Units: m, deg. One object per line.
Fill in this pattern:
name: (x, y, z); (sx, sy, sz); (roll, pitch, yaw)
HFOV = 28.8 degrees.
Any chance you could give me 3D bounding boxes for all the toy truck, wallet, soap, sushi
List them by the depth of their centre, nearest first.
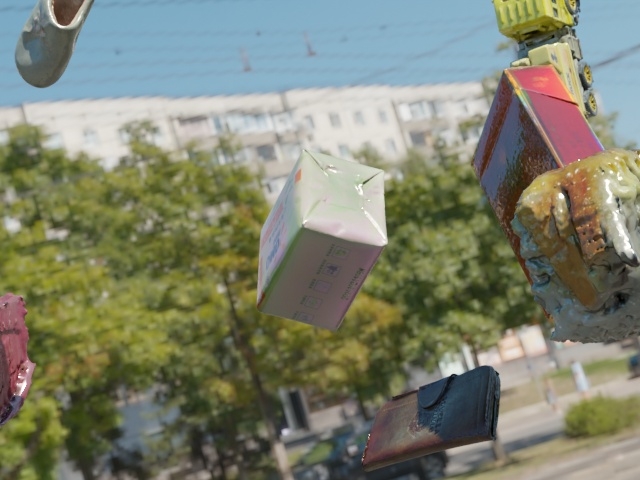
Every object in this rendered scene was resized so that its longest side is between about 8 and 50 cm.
sushi: (0.285, 0.009, 1.233); (0.139, 0.184, 0.274); (-25, -14, 31)
soap: (0.000, 0.000, 1.838); (0.138, 0.182, 0.199); (16, -50, -16)
soap: (-0.542, 0.208, 1.890); (0.112, 0.182, 0.289); (-6, 15, 16)
wallet: (0.171, 0.274, 1.926); (0.255, 0.137, 0.031); (-24, -51, 39)
toy truck: (0.366, -0.307, 2.079); (0.124, 0.272, 0.157); (-13, -9, 31)

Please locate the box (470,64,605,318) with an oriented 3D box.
box: (0.324, -0.072, 1.750); (0.089, 0.313, 0.197); (-6, -41, -17)

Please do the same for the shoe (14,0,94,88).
shoe: (-0.372, -0.305, 1.749); (0.079, 0.195, 0.078); (27, 8, -10)
